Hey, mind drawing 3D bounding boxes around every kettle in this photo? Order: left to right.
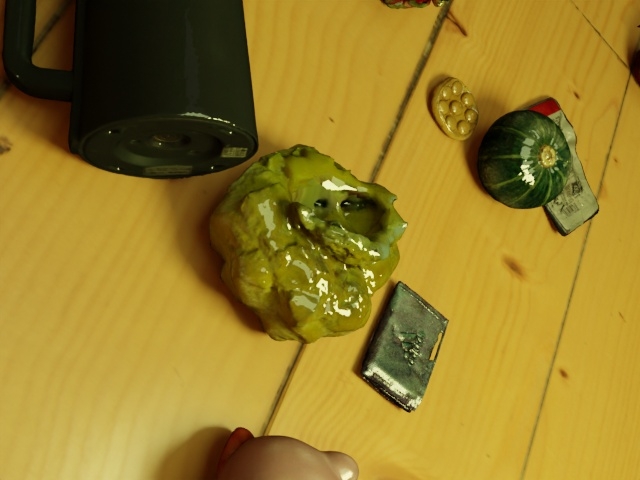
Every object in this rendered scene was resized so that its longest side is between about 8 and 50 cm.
[{"bbox_3d":[-0.212,-0.243,1.066,0.203,0.262,0.308,37,46,-70],"label":"kettle"}]

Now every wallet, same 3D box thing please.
[{"bbox_3d":[0.122,0.154,1.318,0.111,0.030,0.166,39,56,-20],"label":"wallet"}]

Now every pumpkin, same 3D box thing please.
[{"bbox_3d":[0.339,-0.132,1.503,0.167,0.125,0.167,11,72,-35],"label":"pumpkin"}]

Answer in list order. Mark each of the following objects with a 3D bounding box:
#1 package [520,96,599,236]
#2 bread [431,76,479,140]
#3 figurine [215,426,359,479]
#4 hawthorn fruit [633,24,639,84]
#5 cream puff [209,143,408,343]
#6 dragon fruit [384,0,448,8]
[{"bbox_3d":[0.435,-0.139,1.646,0.154,0.030,0.239,-27,97,-39],"label":"package"},{"bbox_3d":[0.223,-0.219,1.495,0.110,0.024,0.110,10,75,-38],"label":"bread"},{"bbox_3d":[-0.048,0.312,1.048,0.173,0.173,0.173,11,73,-37],"label":"figurine"},{"bbox_3d":[0.723,-0.375,1.867,0.194,0.157,0.157,43,55,-12],"label":"hawthorn fruit"},{"bbox_3d":[-0.001,-0.001,1.155,0.281,0.185,0.282,7,78,-39],"label":"cream puff"},{"bbox_3d":[0.164,-0.440,1.421,0.172,0.160,0.166,-32,81,-41],"label":"dragon fruit"}]
